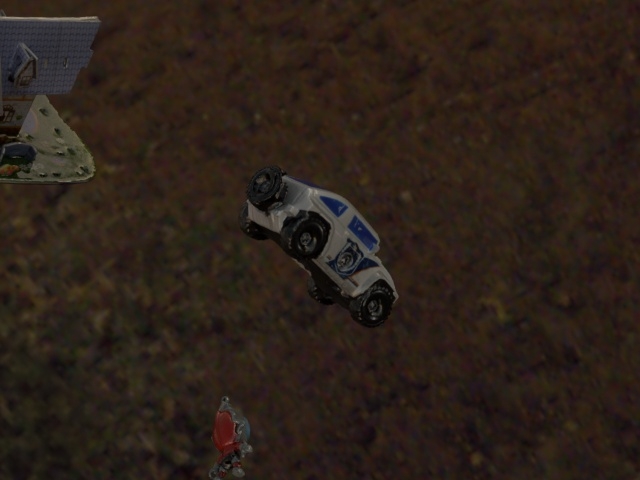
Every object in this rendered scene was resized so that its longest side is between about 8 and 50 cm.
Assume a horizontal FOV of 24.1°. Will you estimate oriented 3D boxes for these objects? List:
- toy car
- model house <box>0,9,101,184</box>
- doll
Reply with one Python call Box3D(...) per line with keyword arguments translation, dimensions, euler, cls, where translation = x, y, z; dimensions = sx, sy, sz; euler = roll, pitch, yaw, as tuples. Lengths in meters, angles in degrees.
Box3D(translation=(0.000, 0.000, 1.253), dimensions=(0.070, 0.170, 0.080), euler=(-52, 38, -10), cls="toy car")
Box3D(translation=(-0.210, -0.101, 0.936), dimensions=(0.117, 0.167, 0.088), euler=(54, 129, 30), cls="model house")
Box3D(translation=(-0.096, 0.213, 1.619), dimensions=(0.039, 0.057, 0.114), euler=(10, 42, -13), cls="doll")
